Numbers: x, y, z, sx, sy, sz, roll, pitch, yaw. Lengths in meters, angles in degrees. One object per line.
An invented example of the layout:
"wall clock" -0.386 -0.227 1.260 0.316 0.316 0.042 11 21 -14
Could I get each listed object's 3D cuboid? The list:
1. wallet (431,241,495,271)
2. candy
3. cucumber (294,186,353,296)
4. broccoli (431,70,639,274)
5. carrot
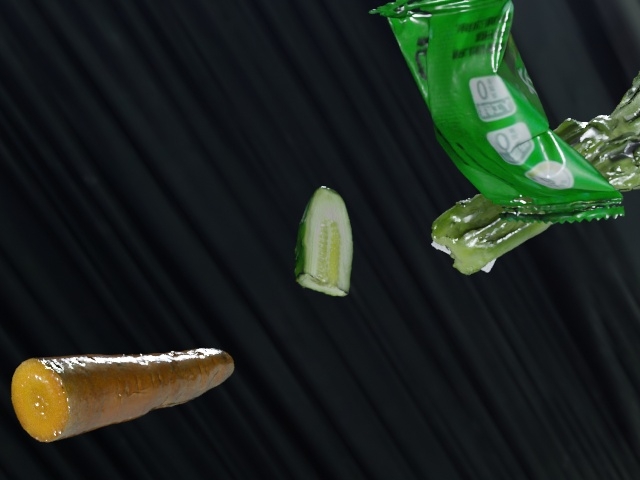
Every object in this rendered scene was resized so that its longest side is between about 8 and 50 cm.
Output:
"wallet" 0.145 0.000 1.690 0.083 0.011 0.044 27 86 48
"candy" 0.123 -0.091 1.251 0.078 0.203 0.141 -37 21 -14
"cucumber" 0.000 0.000 1.787 0.035 0.067 0.107 -24 53 48
"broccoli" 0.240 -0.064 1.551 0.304 0.145 0.165 -30 57 8
"carrot" -0.135 0.107 1.312 0.061 0.061 0.209 -15 -6 39
